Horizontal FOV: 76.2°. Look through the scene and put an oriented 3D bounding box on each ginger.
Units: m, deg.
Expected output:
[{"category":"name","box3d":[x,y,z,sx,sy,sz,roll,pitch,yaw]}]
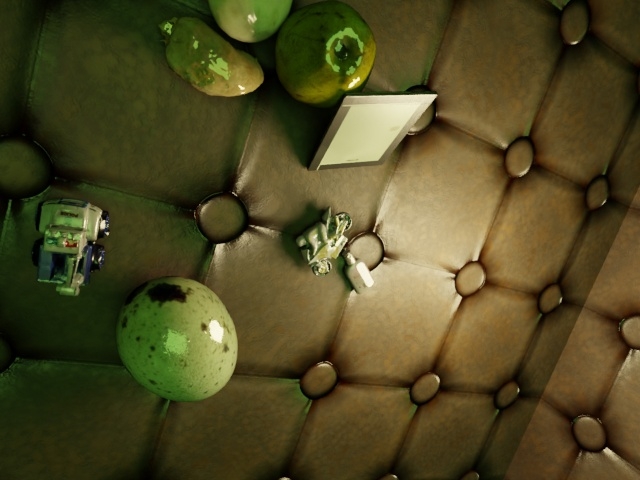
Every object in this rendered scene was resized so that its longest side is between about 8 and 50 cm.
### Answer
[{"category":"ginger","box3d":[-0.270,-0.438,1.000,0.267,0.152,0.138,22,127,-31]}]

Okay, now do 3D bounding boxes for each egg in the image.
[{"category":"egg","box3d":[-0.370,0.267,1.095,0.288,0.287,0.379,-36,127,-8]}]

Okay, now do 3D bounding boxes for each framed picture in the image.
[{"category":"framed picture","box3d":[0.126,-0.291,1.126,0.265,0.347,0.016,-9,72,-20]}]

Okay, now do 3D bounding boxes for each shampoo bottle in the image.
[{"category":"shampoo bottle","box3d":[0.121,0.103,1.383,0.080,0.040,0.165,-35,116,-8]}]

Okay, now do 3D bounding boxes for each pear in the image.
[{"category":"pear","box3d":[0.012,-0.453,1.016,0.253,0.307,0.252,-6,114,-13]}]

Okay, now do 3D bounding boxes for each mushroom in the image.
[{"category":"mushroom","box3d":[-0.178,-0.606,0.957,0.246,0.203,0.246,-52,157,-32]}]

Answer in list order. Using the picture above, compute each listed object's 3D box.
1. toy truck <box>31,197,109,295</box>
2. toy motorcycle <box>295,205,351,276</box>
[{"category":"toy truck","box3d":[-0.606,0.011,0.977,0.161,0.177,0.213,8,104,-23]},{"category":"toy motorcycle","box3d":[0.000,0.000,1.283,0.152,0.073,0.224,21,98,-24]}]
